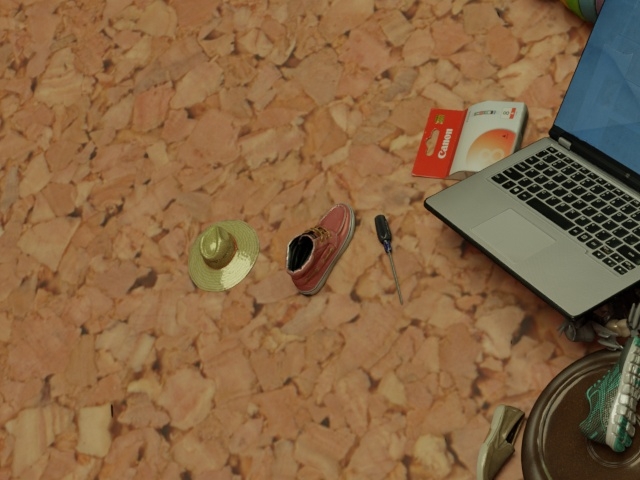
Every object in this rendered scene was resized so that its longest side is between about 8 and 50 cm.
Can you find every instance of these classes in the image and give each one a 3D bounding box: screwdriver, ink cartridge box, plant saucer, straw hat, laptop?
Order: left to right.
[{"bbox_3d":[-0.180,0.012,2.209,0.144,0.061,0.145,-10,58,17],"label":"straw hat"},{"bbox_3d":[0.117,0.032,2.113,0.024,0.025,0.170,-18,65,10],"label":"screwdriver"},{"bbox_3d":[0.251,-0.173,2.161,0.179,0.045,0.145,8,64,22],"label":"ink cartridge box"},{"bbox_3d":[0.406,-0.144,1.889,0.407,0.236,0.382,-27,38,-17],"label":"laptop"},{"bbox_3d":[0.423,0.283,1.794,0.310,0.050,0.311,-14,58,24],"label":"plant saucer"}]

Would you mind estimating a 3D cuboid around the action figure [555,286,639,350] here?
[{"bbox_3d":[0.468,0.068,1.895,0.285,0.099,0.185,-31,36,-9],"label":"action figure"}]

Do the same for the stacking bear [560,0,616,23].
[{"bbox_3d":[0.459,-0.454,2.182,0.164,0.175,0.289,-48,49,-7],"label":"stacking bear"}]

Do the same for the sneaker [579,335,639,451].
[{"bbox_3d":[0.406,0.209,1.776,0.076,0.065,0.167,5,65,39],"label":"sneaker"}]

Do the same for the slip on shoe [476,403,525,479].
[{"bbox_3d":[0.265,0.306,1.873,0.041,0.051,0.135,8,57,28],"label":"slip on shoe"}]

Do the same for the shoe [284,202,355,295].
[{"bbox_3d":[0.000,0.000,2.133,0.063,0.081,0.178,17,68,28],"label":"shoe"}]
